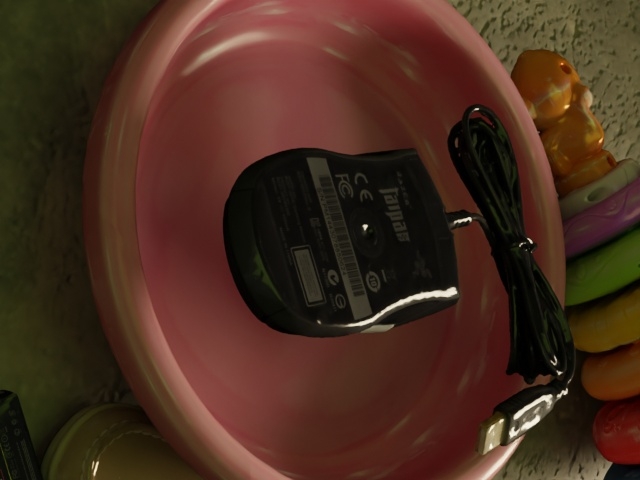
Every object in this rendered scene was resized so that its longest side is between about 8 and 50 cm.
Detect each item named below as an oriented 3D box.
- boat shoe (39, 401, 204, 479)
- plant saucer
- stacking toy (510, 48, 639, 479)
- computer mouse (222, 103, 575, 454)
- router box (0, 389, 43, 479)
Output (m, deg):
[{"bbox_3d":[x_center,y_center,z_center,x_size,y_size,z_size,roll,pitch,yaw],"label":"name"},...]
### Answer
[{"bbox_3d":[-0.029,0.202,0.880,0.302,0.098,0.109,50,62,-20],"label":"boat shoe"},{"bbox_3d":[0.000,0.000,0.906,0.332,0.084,0.332,9,76,-38],"label":"plant saucer"},{"bbox_3d":[0.203,0.010,1.034,0.175,0.165,0.302,-34,95,-46],"label":"stacking toy"},{"bbox_3d":[0.040,0.035,0.842,0.262,0.060,0.184,-18,88,-52],"label":"computer mouse"},{"bbox_3d":[-0.186,0.149,0.815,0.092,0.038,0.123,-19,97,-34],"label":"router box"}]
